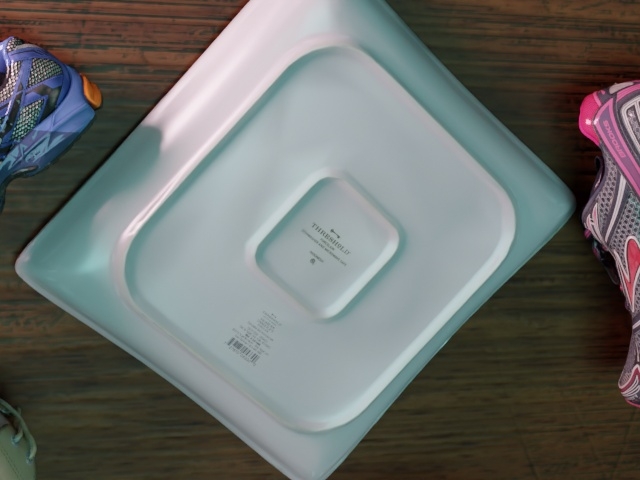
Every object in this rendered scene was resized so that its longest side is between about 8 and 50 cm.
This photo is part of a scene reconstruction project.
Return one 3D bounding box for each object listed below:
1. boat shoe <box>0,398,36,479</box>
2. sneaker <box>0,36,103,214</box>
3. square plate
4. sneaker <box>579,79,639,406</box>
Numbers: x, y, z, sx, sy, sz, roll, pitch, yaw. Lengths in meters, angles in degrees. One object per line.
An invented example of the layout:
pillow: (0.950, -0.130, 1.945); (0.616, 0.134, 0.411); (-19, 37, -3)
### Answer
boat shoe: (-0.267, 0.158, 1.079); (0.103, 0.113, 0.302); (-7, 124, -19)
sneaker: (-0.255, -0.053, 1.000); (0.221, 0.083, 0.087); (-50, 118, -16)
square plate: (0.000, 0.000, 1.142); (0.344, 0.049, 0.347); (-48, 119, 2)
sneaker: (0.273, 0.003, 1.221); (0.112, 0.121, 0.299); (1, 114, 9)
